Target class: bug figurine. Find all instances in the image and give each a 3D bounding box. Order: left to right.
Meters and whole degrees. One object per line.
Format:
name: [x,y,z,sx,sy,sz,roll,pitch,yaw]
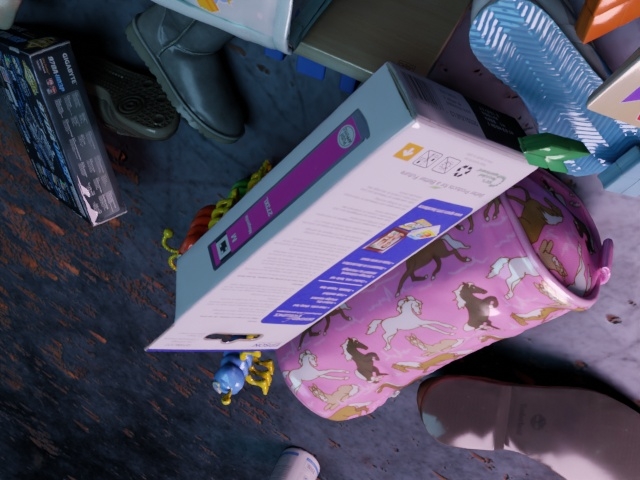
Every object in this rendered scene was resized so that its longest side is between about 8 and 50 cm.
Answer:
bug figurine: [-0.099,0.041,0.817,0.072,0.216,0.279,3,127,13]

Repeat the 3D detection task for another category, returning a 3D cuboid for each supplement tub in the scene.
supplement tub: [-0.051,0.396,1.123,0.071,0.107,0.071,14,129,18]

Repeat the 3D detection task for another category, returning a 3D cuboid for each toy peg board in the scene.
toy peg board: [0.033,-0.185,0.625,0.161,0.160,0.079,25,147,9]

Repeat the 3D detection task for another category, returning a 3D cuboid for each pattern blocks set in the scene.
pattern blocks set: [0.295,-0.145,0.491,0.286,0.026,0.325,16,139,-37]

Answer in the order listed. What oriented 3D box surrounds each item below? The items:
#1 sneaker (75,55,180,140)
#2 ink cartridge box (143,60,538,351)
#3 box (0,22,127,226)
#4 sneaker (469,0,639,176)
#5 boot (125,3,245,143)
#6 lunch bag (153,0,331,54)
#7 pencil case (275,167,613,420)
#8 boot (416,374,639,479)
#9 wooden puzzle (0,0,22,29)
sneaker: [-0.224,-0.155,0.819,0.188,0.066,0.071,36,152,30]
ink cartridge box: [0.000,0.000,0.640,0.371,0.176,0.069,-41,57,33]
box: [-0.328,-0.144,0.856,0.175,0.051,0.220,27,137,44]
sneaker: [0.211,-0.146,0.607,0.087,0.092,0.229,-20,132,34]
boot: [-0.090,-0.220,0.720,0.209,0.076,0.189,-31,108,32]
lunch bag: [-0.065,-0.295,0.530,0.224,0.160,0.262,26,98,7]
pencil case: [0.115,0.068,0.764,0.386,0.167,0.160,-39,57,41]
boot: [0.266,0.219,0.854,0.306,0.115,0.112,15,89,0]
wooden puzzle: [-0.401,-0.414,0.656,0.322,0.080,0.348,25,131,-22]
